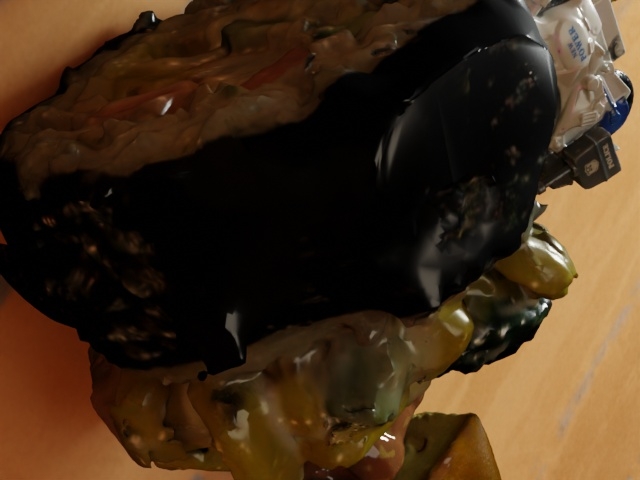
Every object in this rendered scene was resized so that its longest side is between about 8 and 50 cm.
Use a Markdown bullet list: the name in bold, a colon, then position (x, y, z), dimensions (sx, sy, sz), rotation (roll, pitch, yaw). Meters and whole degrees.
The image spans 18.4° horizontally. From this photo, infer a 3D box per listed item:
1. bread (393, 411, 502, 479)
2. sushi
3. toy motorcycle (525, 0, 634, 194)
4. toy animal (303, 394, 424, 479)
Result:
- **bread**: position (0.014, 0.291, 1.422), dimensions (0.361, 0.077, 0.138), rotation (-51, 135, -26)
- **sushi**: position (0.000, 0.000, 1.185), dimensions (0.328, 0.328, 0.285), rotation (-37, 115, -39)
- **toy motorcycle**: position (0.161, -0.123, 1.479), dimensions (0.150, 0.102, 0.221), rotation (-38, 133, -11)
- **toy animal**: position (0.048, 0.079, 1.433), dimensions (0.229, 0.066, 0.224), rotation (10, 78, -36)
